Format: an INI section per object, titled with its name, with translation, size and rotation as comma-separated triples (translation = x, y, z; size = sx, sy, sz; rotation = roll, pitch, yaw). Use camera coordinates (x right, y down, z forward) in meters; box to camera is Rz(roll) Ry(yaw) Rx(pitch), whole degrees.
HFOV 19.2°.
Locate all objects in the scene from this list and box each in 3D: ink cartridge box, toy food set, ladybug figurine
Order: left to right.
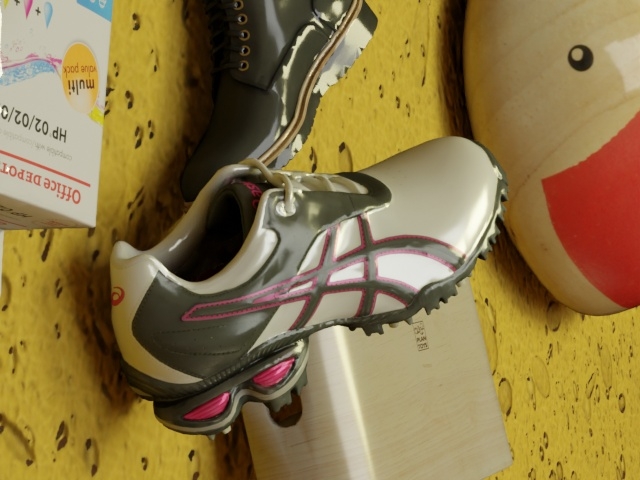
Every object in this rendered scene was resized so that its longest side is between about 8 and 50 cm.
[ink cartridge box]
translation = -0.158, -0.066, 0.933
size = 0.104, 0.061, 0.181
rotation = 21, 70, -61
[toy food set]
translation = 0.028, 0.072, 1.294
size = 0.306, 0.092, 0.220
rotation = -8, 84, -65
[ladybug figurine]
translation = 0.262, -0.099, 1.666
size = 0.449, 0.162, 0.305
rotation = 45, 49, -54

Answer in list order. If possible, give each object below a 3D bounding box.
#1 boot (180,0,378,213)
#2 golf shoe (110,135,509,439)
[boot]
translation = -0.059, -0.121, 1.151
size = 0.137, 0.077, 0.198
rotation = 51, 49, -26
[golf shoe]
translation = 0.000, 0.000, 1.091
size = 0.273, 0.105, 0.120
rotation = -35, 127, -26
